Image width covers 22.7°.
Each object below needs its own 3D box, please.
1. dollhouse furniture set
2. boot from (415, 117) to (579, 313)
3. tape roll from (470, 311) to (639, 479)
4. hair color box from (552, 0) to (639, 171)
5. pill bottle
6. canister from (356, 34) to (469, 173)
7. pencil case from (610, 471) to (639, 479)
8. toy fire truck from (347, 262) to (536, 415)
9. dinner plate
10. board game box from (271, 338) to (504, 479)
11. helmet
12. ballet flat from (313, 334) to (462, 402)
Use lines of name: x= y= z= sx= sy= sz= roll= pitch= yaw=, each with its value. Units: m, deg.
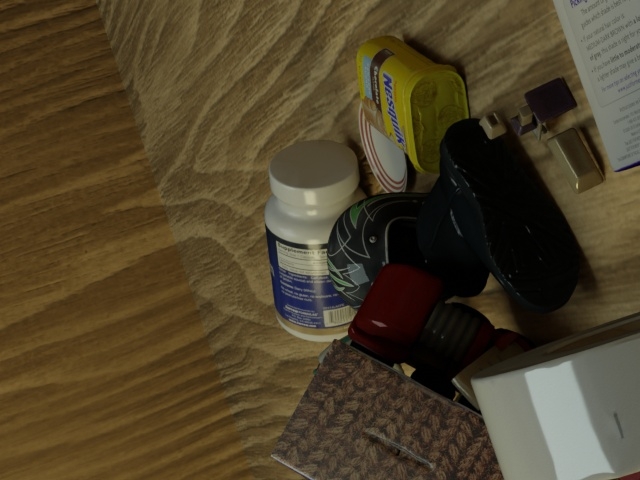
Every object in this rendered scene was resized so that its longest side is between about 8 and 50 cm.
dollhouse furniture set: x=0.225 y=-0.085 z=1.608 sx=0.081 sy=0.091 sz=0.114 roll=74 pitch=170 yaw=-72
boot: x=0.191 y=0.011 z=1.771 sx=0.207 sy=0.094 sz=0.246 roll=98 pitch=148 yaw=-60
tape roll: x=0.269 y=0.113 z=1.294 sx=0.286 sy=0.286 sz=0.100 roll=153 pitch=100 yaw=-73
hair color box: x=0.258 y=-0.240 z=1.274 sx=0.185 sy=0.110 sz=0.339 roll=154 pitch=96 yaw=-74
pill bottle: x=0.000 y=0.000 z=2.269 sx=0.153 sy=0.153 sz=0.264 roll=-129 pitch=27 yaw=-50
canister: x=0.107 y=-0.165 z=1.894 sx=0.170 sy=0.073 sz=0.126 roll=-134 pitch=31 yaw=-59
pencil case: x=0.283 y=0.290 z=1.665 sx=0.386 sy=0.160 sz=0.167 roll=102 pitch=-177 yaw=-60
toy fire truck: x=0.141 y=0.118 z=1.752 sx=0.217 sy=0.158 sz=0.246 roll=29 pitch=161 yaw=3
dinner plate: x=0.087 y=-0.126 z=2.096 sx=0.141 sy=0.017 sz=0.141 roll=162 pitch=90 yaw=-74
board game box: x=0.096 y=0.242 z=1.749 sx=0.232 sy=0.141 sz=0.291 roll=28 pitch=172 yaw=12
helmet: x=0.086 y=0.019 z=1.994 sx=0.169 sy=0.161 sz=0.169 roll=162 pitch=90 yaw=-73
ballet flat: x=0.156 y=0.254 z=2.022 sx=0.400 sy=0.139 sz=0.139 roll=49 pitch=173 yaw=-23
